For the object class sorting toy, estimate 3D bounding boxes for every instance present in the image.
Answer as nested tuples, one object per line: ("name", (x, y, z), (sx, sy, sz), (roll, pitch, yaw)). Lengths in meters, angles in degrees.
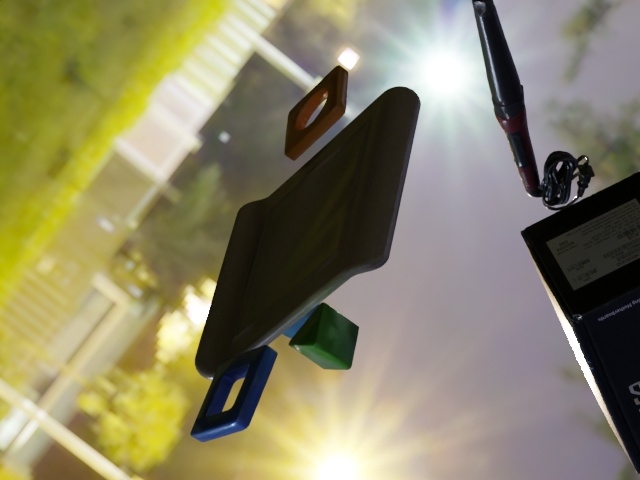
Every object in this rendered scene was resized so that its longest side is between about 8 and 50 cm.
("sorting toy", (0.000, 0.000, 1.324), (0.196, 0.047, 0.347), (-35, -151, 40))

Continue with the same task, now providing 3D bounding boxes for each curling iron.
("curling iron", (0.187, -0.127, 1.689), (0.068, 0.274, 0.035), (-21, -138, 11))

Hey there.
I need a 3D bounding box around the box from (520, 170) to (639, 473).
("box", (0.220, 0.023, 1.003), (0.180, 0.147, 0.077), (-26, -136, 3))
